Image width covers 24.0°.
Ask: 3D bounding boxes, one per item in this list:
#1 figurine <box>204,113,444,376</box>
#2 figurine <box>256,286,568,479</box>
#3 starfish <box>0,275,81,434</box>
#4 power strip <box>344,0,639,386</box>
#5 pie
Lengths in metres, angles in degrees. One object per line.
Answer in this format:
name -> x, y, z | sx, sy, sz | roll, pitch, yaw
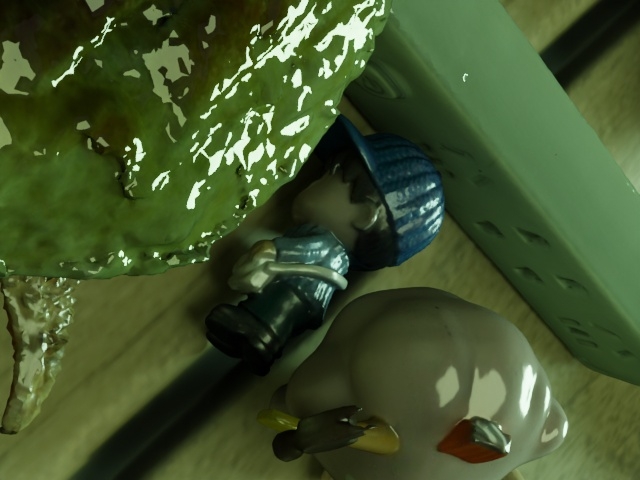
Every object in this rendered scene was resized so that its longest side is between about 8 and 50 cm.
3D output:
figurine -> 0.007, 0.005, 0.723 | 0.136, 0.079, 0.077 | -62, 173, -20
figurine -> 0.050, 0.086, 0.719 | 0.229, 0.137, 0.112 | 64, 40, -67
starfish -> -0.184, -0.115, 0.518 | 0.293, 0.084, 0.301 | 25, 78, -39
power strip -> 0.099, -0.040, 0.786 | 0.385, 0.091, 0.062 | 45, 71, -38
pie -> -0.078, -0.125, 0.515 | 0.306, 0.071, 0.306 | -1, 91, -42
